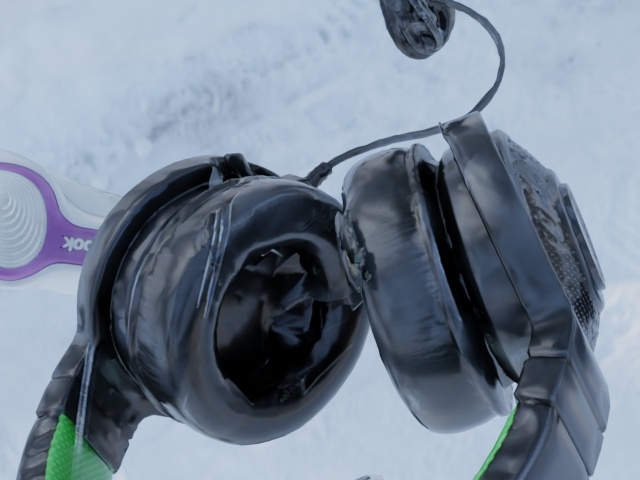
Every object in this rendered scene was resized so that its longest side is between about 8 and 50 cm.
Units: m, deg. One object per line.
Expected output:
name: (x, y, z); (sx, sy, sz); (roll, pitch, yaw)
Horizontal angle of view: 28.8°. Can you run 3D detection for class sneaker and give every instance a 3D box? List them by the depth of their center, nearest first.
sneaker: (-0.210, 0.009, 1.102); (0.305, 0.152, 0.114); (19, 81, 2)

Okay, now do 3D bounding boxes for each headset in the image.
headset: (0.000, 0.000, 0.542); (0.243, 0.185, 0.394); (-6, 43, 29)

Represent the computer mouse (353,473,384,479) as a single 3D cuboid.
computer mouse: (-0.007, 0.215, 0.736); (0.042, 0.106, 0.193); (46, 51, -4)
